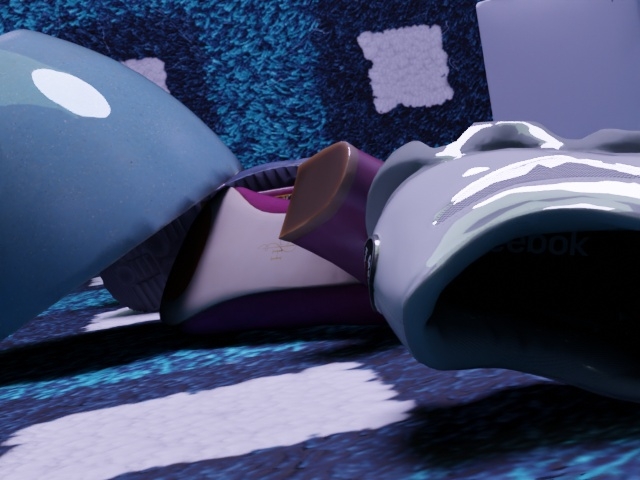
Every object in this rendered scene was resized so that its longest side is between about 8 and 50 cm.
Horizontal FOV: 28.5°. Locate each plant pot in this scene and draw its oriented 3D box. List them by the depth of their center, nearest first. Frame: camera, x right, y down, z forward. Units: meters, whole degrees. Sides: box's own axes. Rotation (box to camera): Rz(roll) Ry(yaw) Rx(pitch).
[{"bbox_3d":[-0.235,-0.053,1.021,0.290,0.195,0.290,-35,4,3],"label":"plant pot"}]

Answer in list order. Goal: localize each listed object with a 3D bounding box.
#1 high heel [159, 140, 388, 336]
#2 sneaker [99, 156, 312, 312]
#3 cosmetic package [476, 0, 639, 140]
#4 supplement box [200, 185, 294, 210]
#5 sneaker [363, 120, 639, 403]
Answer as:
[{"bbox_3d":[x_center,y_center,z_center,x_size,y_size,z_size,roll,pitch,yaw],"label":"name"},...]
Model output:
[{"bbox_3d":[0.008,0.034,0.942,0.181,0.127,0.377,25,-18,-20],"label":"high heel"},{"bbox_3d":[-0.069,-0.024,1.255,0.319,0.112,0.131,-14,16,27],"label":"sneaker"},{"bbox_3d":[0.246,-0.100,1.060,0.138,0.224,0.225,-7,4,29],"label":"cosmetic package"},{"bbox_3d":[0.000,0.000,1.109,0.188,0.104,0.081,-9,3,8],"label":"supplement box"},{"bbox_3d":[0.182,0.011,0.513,0.331,0.122,0.146,-8,21,7],"label":"sneaker"}]
